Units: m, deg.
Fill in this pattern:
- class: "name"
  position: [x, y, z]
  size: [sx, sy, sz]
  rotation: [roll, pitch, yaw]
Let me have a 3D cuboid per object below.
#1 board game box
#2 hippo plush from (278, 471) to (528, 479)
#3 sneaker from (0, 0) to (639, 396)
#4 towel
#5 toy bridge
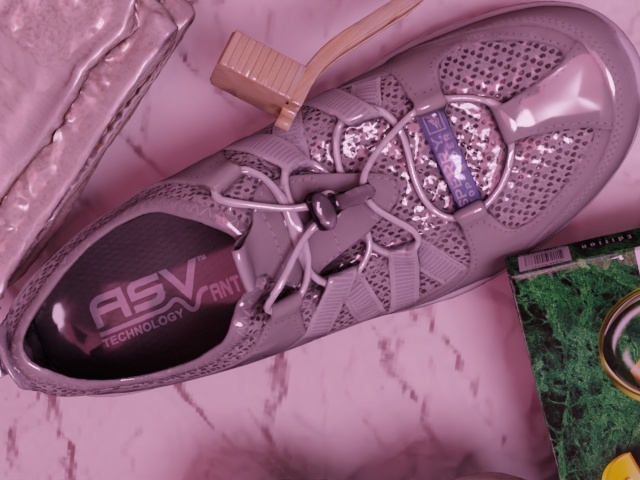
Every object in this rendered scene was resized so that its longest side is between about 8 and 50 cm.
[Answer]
- class: "board game box"
  position: [0.170, 0.113, 0.490]
  size: [0.136, 0.030, 0.259]
  rotation: [-14, 106, 13]
- class: "hippo plush"
  position: [0.018, 0.253, 0.429]
  size: [0.234, 0.236, 0.294]
  rotation: [-24, 102, 23]
- class: "sneaker"
  position: [0.000, 0.000, 0.476]
  size: [0.281, 0.115, 0.105]
  rotation: [-29, 93, 11]
- class: "towel"
  position: [-0.207, -0.106, 0.513]
  size: [0.282, 0.049, 0.187]
  rotation: [36, 100, 9]
- class: "toy bridge"
  position: [0.023, -0.123, 0.463]
  size: [0.063, 0.026, 0.188]
  rotation: [26, 74, -7]
